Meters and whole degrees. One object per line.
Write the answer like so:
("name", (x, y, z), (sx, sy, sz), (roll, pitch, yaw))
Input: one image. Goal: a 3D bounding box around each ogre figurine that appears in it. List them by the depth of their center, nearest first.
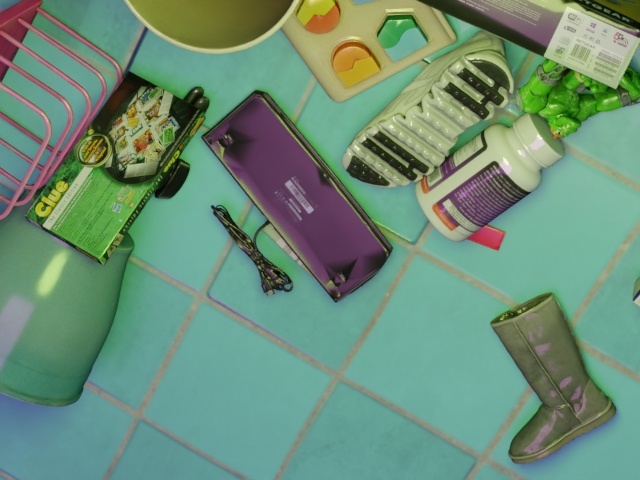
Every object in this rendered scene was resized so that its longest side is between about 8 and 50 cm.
("ogre figurine", (0.335, -0.196, 1.788), (0.118, 0.197, 0.097), (-33, 80, 42))

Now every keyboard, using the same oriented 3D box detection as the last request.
("keyboard", (-0.057, -0.043, 1.994), (0.201, 0.033, 0.317), (-38, 92, 19))

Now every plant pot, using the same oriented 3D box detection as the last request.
("plant pot", (-0.103, -0.398, 1.748), (0.256, 0.274, 0.256), (6, 113, 13))
("plant pot", (-0.417, 0.065, 2.037), (0.271, 0.271, 0.255), (32, 101, 1))

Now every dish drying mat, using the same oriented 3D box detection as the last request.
("dish drying mat", (0.221, -0.013, 1.961), (0.083, 0.008, 0.032), (21, 114, 6))

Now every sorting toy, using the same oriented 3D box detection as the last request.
("sorting toy", (0.052, -0.296, 1.850), (0.208, 0.038, 0.193), (-24, 121, 23))

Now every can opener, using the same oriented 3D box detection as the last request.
("can opener", (-0.216, -0.146, 2.008), (0.059, 0.073, 0.186), (47, 119, 37))

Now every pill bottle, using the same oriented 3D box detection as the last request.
("pill bottle", (0.234, -0.092, 1.871), (0.193, 0.108, 0.108), (-37, 98, 25))

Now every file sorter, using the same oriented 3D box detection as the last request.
("file sorter", (-0.426, -0.181, 1.915), (0.182, 0.291, 0.202), (34, 116, -3))

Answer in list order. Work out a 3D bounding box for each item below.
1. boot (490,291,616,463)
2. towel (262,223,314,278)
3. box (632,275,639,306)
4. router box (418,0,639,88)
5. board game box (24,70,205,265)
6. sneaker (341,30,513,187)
("boot", (0.308, 0.202, 1.987), (0.189, 0.076, 0.208), (-34, 107, 10))
("towel", (0.000, 0.000, 2.018), (0.152, 0.023, 0.113), (42, 115, -4))
("box", (0.521, 0.068, 1.877), (0.137, 0.072, 0.126), (37, 116, -2))
("router box", (0.252, -0.313, 1.704), (0.309, 0.243, 0.081), (25, 115, 4))
("board game box", (-0.288, -0.105, 1.929), (0.136, 0.030, 0.260), (30, 76, 14))
("sneaker", (0.148, -0.176, 1.864), (0.110, 0.118, 0.292), (39, 126, -22))
